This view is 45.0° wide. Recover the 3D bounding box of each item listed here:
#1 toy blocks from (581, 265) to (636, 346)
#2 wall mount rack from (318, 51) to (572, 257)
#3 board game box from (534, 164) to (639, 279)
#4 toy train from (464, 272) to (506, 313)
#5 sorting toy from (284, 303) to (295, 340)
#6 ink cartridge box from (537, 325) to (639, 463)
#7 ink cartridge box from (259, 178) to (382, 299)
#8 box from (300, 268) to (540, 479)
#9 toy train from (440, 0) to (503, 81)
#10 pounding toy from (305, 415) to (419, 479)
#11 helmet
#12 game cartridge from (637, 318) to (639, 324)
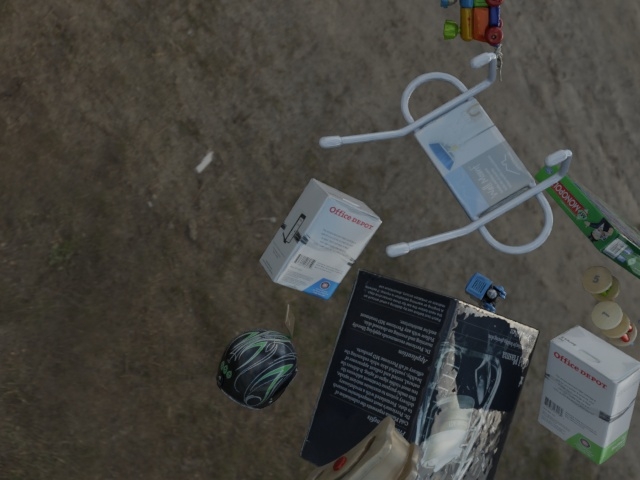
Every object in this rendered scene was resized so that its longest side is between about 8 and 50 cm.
[{"bbox_3d":[0.529,0.125,1.396,0.148,0.054,0.123,35,43,-48],"label":"toy blocks"},{"bbox_3d":[0.187,-0.120,1.168,0.304,0.130,0.350,-30,68,0],"label":"wall mount rack"},{"bbox_3d":[0.536,-0.007,1.387,0.317,0.046,0.213,27,24,-37],"label":"board game box"},{"bbox_3d":[0.472,0.152,2.215,0.105,0.184,0.080,34,88,16],"label":"toy train"},{"bbox_3d":[-0.075,0.198,1.798,0.083,0.012,0.062,-83,163,-44],"label":"sorting toy"},{"bbox_3d":[0.662,0.380,1.912,0.115,0.198,0.272,-22,127,-29],"label":"ink cartridge box"},{"bbox_3d":[0.000,0.000,1.517,0.148,0.086,0.203,23,108,-37],"label":"ink cartridge box"},{"bbox_3d":[0.259,0.368,1.902,0.480,0.297,0.471,21,88,-49],"label":"box"},{"bbox_3d":[0.349,-0.481,1.783,0.105,0.144,0.248,-71,159,-55],"label":"toy train"},{"bbox_3d":[0.067,0.439,1.290,0.269,0.154,0.155,-43,96,-1],"label":"pounding toy"},{"bbox_3d":[-0.135,0.273,1.706,0.169,0.169,0.161,29,103,-30],"label":"helmet"},{"bbox_3d":[0.684,0.146,1.557,0.056,0.083,0.017,-16,72,-48],"label":"game cartridge"}]
